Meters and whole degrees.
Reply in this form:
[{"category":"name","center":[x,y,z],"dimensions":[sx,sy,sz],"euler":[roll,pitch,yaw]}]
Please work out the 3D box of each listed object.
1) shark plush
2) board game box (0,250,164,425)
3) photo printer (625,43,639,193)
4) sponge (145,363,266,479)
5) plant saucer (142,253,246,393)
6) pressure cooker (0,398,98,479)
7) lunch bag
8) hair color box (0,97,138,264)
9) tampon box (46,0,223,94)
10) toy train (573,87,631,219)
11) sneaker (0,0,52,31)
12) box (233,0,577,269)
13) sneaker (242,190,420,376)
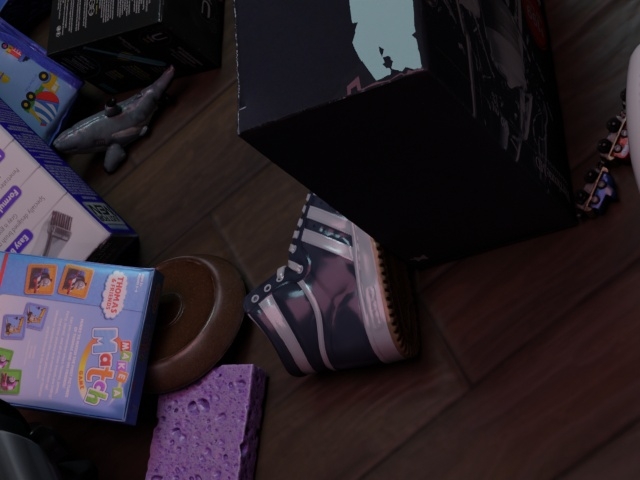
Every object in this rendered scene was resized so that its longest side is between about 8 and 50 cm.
[{"category":"shark plush","center":[-0.224,-0.139,1.701],"dimensions":[0.161,0.067,0.073],"euler":[-25,59,22]},{"category":"board game box","center":[-0.278,0.097,1.543],"dimensions":[0.211,0.039,0.160],"euler":[6,76,16]},{"category":"photo printer","center":[0.413,-0.102,1.261],"dimensions":[0.307,0.107,0.256],"euler":[-21,61,24]},{"category":"sponge","center":[-0.121,0.231,1.507],"dimensions":[0.117,0.031,0.210],"euler":[-4,68,31]},{"category":"plant saucer","center":[-0.157,0.080,1.571],"dimensions":[0.168,0.029,0.168],"euler":[-18,50,22]},{"category":"pressure cooker","center":[-0.389,0.339,1.423],"dimensions":[0.375,0.370,0.420],"euler":[-37,59,10]},{"category":"lunch bag","center":[-0.427,-0.160,1.784],"dimensions":[0.293,0.138,0.221],"euler":[34,98,8]},{"category":"hair color box","center":[-0.391,-0.056,1.661],"dimensions":[0.339,0.110,0.185],"euler":[45,98,9]},{"category":"tampon box","center":[-0.209,-0.248,1.704],"dimensions":[0.161,0.120,0.101],"euler":[-11,66,28]},{"category":"toy train","center":[0.279,-0.089,1.392],"dimensions":[0.036,0.027,0.158],"euler":[23,83,26]},{"category":"sneaker","center":[-0.390,-0.311,1.869],"dimensions":[0.232,0.081,0.090],"euler":[-42,62,12]},{"category":"box","center":[0.078,-0.187,1.362],"dimensions":[0.179,0.343,0.312],"euler":[-16,63,25]},{"category":"sneaker","center":[0.000,0.000,1.485],"dimensions":[0.153,0.099,0.282],"euler":[-19,65,23]}]
